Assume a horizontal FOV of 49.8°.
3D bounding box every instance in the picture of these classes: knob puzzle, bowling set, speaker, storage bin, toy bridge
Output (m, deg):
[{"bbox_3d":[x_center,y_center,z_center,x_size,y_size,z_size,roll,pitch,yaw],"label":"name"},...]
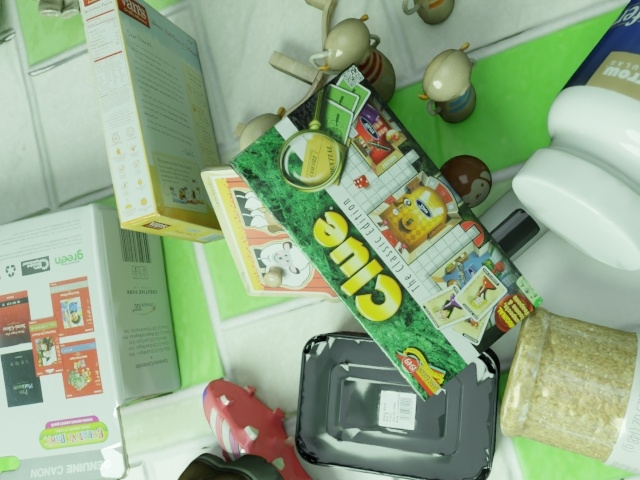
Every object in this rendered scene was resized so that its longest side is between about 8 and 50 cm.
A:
[{"bbox_3d":[0.000,0.000,0.653,0.213,0.213,0.030,-4,42,16],"label":"knob puzzle"},{"bbox_3d":[0.086,-0.125,0.645,0.200,0.154,0.287,39,96,16],"label":"bowling set"},{"bbox_3d":[0.155,0.012,0.664,0.136,0.055,0.055,-43,75,8],"label":"speaker"},{"bbox_3d":[0.076,0.155,0.658,0.180,0.084,0.121,3,85,17],"label":"storage bin"},{"bbox_3d":[-0.025,-0.186,0.750,0.063,0.026,0.188,28,93,14],"label":"toy bridge"}]

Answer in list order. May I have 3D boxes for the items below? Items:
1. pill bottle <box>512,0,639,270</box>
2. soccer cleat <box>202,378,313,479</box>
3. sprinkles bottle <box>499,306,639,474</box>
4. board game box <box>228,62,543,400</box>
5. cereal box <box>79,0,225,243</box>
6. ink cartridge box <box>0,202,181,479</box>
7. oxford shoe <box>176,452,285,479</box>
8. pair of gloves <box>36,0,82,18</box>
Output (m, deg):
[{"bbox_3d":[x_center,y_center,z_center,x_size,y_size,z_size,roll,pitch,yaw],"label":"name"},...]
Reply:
[{"bbox_3d":[0.288,-0.115,0.570,0.153,0.153,0.264,37,87,16],"label":"pill bottle"},{"bbox_3d":[-0.048,0.250,0.690,0.248,0.083,0.095,45,108,15],"label":"soccer cleat"},{"bbox_3d":[0.335,0.154,0.563,0.356,0.121,0.121,13,88,17],"label":"sprinkles bottle"},{"bbox_3d":[0.056,-0.006,0.583,0.136,0.030,0.259,-40,93,-1],"label":"board game box"},{"bbox_3d":[-0.163,-0.122,0.709,0.047,0.173,0.240,-16,80,15],"label":"cereal box"},{"bbox_3d":[-0.327,0.126,0.754,0.310,0.130,0.271,-11,83,15],"label":"ink cartridge box"},{"bbox_3d":[-0.115,0.255,0.648,0.096,0.227,0.082,-28,83,-34],"label":"oxford shoe"},{"bbox_3d":[-0.382,-0.337,0.863,0.240,0.042,0.204,-23,75,11],"label":"pair of gloves"}]
